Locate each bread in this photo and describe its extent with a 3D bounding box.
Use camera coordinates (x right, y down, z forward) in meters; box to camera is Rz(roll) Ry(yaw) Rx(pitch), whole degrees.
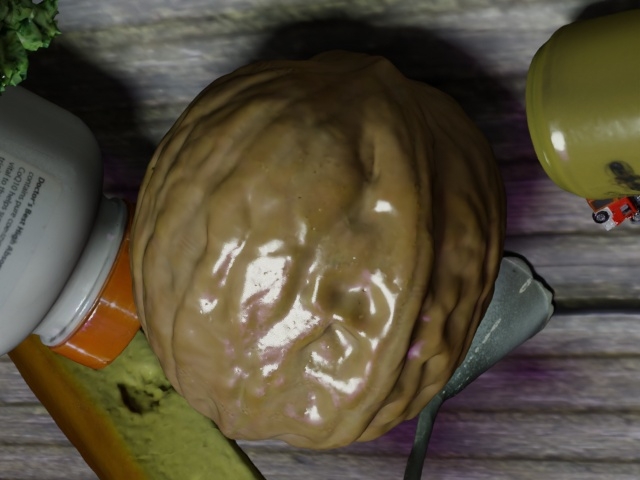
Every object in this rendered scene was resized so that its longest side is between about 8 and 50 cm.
[{"bbox_3d":[-0.108,0.124,1.015,0.361,0.077,0.138,49,162,24],"label":"bread"}]

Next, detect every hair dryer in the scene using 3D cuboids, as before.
[{"bbox_3d":[0.222,-0.017,0.810,0.135,0.090,0.279,-9,143,35],"label":"hair dryer"}]

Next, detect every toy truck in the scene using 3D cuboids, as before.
[{"bbox_3d":[0.148,-0.035,0.865,0.032,0.024,0.083,-31,124,14],"label":"toy truck"}]

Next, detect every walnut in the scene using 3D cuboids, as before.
[{"bbox_3d":[0.000,0.000,0.846,0.213,0.213,0.213,14,146,9],"label":"walnut"}]

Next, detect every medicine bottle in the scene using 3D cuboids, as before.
[{"bbox_3d":[-0.227,-0.030,0.891,0.289,0.157,0.157,28,146,-22],"label":"medicine bottle"}]

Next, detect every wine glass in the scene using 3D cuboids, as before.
[{"bbox_3d":[0.066,0.101,0.957,0.122,0.182,0.122,12,147,8],"label":"wine glass"}]

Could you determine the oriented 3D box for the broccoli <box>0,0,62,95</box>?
[{"bbox_3d":[-0.214,-0.176,0.696,0.270,0.270,0.270,-42,117,19],"label":"broccoli"}]
